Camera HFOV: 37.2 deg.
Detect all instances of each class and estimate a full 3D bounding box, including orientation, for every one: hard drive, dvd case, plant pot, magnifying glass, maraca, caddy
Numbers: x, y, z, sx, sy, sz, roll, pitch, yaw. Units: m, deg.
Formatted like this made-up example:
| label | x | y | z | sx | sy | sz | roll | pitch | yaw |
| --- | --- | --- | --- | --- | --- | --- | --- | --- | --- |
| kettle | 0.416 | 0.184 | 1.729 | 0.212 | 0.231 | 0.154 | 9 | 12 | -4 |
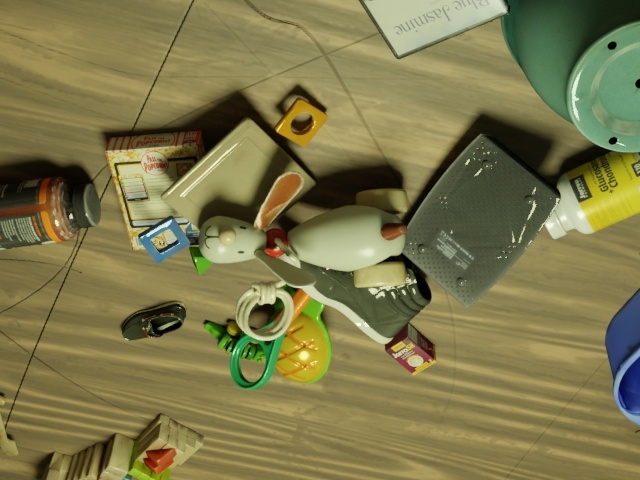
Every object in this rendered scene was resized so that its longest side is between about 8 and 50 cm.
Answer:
| label | x | y | z | sx | sy | sz | roll | pitch | yaw |
| --- | --- | --- | --- | --- | --- | --- | --- | --- | --- |
| hard drive | 0.247 | -0.031 | 1.485 | 0.172 | 0.054 | 0.255 | 41 | 126 | 10 |
| dvd case | 0.117 | -0.372 | 1.266 | 0.180 | 0.022 | 0.253 | -18 | 126 | 31 |
| plant pot | 0.388 | -0.253 | 1.233 | 0.271 | 0.255 | 0.272 | 0 | 128 | 0 |
| magnifying glass | -0.080 | 0.161 | 1.618 | 0.026 | 0.092 | 0.231 | 9 | 124 | -47 |
| maraca | -0.039 | 0.163 | 1.657 | 0.127 | 0.099 | 0.186 | 6 | 109 | 22 |
| caddy | 0.641 | 0.184 | 1.609 | 0.241 | 0.179 | 0.341 | 21 | 124 | -16 |

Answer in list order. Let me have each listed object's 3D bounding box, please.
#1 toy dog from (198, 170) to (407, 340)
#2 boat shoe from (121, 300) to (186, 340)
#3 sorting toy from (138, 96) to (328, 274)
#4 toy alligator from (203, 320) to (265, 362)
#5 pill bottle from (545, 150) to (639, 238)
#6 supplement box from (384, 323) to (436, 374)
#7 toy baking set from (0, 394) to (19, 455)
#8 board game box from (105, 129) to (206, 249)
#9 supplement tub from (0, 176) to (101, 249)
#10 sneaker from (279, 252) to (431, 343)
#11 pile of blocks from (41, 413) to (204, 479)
| label | x | y | z | sx | sy | sz | roll | pitch | yaw |
| --- | --- | --- | --- | --- | --- | --- | --- | --- | --- |
| toy dog | 0.000 | 0.000 | 1.425 | 0.333 | 0.161 | 0.220 | -22 | 86 | -14 |
| boat shoe | -0.298 | 0.149 | 1.685 | 0.133 | 0.042 | 0.049 | -21 | 126 | 18 |
| sorting toy | -0.126 | -0.086 | 1.469 | 0.347 | 0.047 | 0.196 | -41 | 134 | 7 |
| toy alligator | -0.122 | 0.196 | 1.709 | 0.189 | 0.051 | 0.056 | 23 | 125 | -16 |
| pill bottle | 0.430 | -0.073 | 1.463 | 0.184 | 0.103 | 0.103 | -26 | 123 | 19 |
| supplement box | 0.162 | 0.195 | 1.709 | 0.055 | 0.043 | 0.083 | -36 | 118 | 26 |
| toy baking set | -0.694 | 0.334 | 1.842 | 0.256 | 0.030 | 0.197 | 22 | 127 | -14 |
| board game box | -0.245 | -0.077 | 1.508 | 0.147 | 0.045 | 0.193 | -4 | 127 | 3 |
| supplement tub | -0.452 | -0.043 | 1.500 | 0.198 | 0.106 | 0.106 | -7 | 127 | 7 |
| sneaker | 0.065 | 0.048 | 1.569 | 0.147 | 0.104 | 0.296 | -39 | 122 | 23 |
| pile of blocks | -0.404 | 0.472 | 1.887 | 0.362 | 0.112 | 0.149 | -21 | 124 | 17 |
